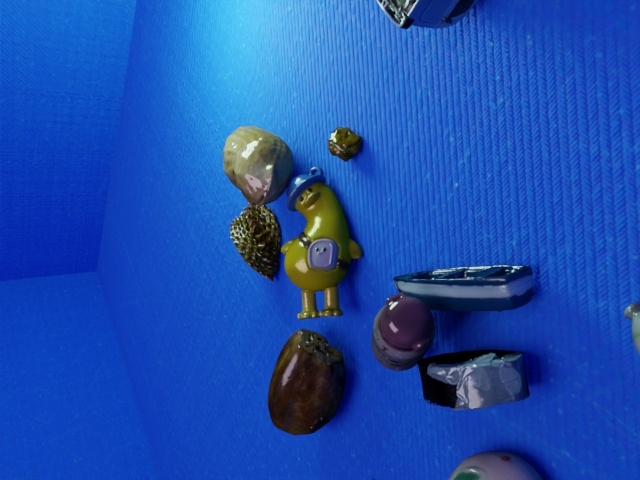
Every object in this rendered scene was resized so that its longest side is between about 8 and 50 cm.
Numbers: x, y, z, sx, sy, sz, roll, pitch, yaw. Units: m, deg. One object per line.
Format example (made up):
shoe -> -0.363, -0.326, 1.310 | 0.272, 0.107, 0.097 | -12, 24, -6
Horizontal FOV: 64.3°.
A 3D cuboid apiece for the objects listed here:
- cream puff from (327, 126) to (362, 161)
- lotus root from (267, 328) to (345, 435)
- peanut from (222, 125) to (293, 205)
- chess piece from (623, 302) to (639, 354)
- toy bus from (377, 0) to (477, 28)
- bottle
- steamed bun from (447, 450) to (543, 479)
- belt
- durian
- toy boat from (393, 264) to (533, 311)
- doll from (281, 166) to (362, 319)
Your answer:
cream puff -> 0.049, -0.217, 1.142 | 0.083, 0.058, 0.083 | -35, 65, 48
lotus root -> -0.034, 0.363, 1.251 | 0.193, 0.193, 0.290 | 45, 126, 42
peanut -> -0.163, -0.205, 1.314 | 0.158, 0.174, 0.340 | 60, 169, -26
chess piece -> 0.459, 0.174, 0.587 | 0.271, 0.139, 0.139 | 62, 140, 46
toy bus -> 0.215, -0.466, 0.787 | 0.271, 0.165, 0.133 | -53, 52, 44
bottle -> 0.149, 0.166, 0.919 | 0.233, 0.110, 0.109 | 82, 167, -67
steamed bun -> 0.278, 0.457, 0.848 | 0.177, 0.131, 0.228 | 56, 138, 35
belt -> 0.248, 0.224, 0.839 | 0.198, 0.151, 0.078 | -20, 77, 61
durian -> -0.188, -0.004, 1.469 | 0.252, 0.145, 0.139 | 56, 158, 27
toy boat -> 0.231, 0.085, 0.901 | 0.299, 0.096, 0.061 | -8, 97, 58
doll -> 0.000, 0.000, 1.194 | 0.200, 0.145, 0.362 | -6, 78, 15
